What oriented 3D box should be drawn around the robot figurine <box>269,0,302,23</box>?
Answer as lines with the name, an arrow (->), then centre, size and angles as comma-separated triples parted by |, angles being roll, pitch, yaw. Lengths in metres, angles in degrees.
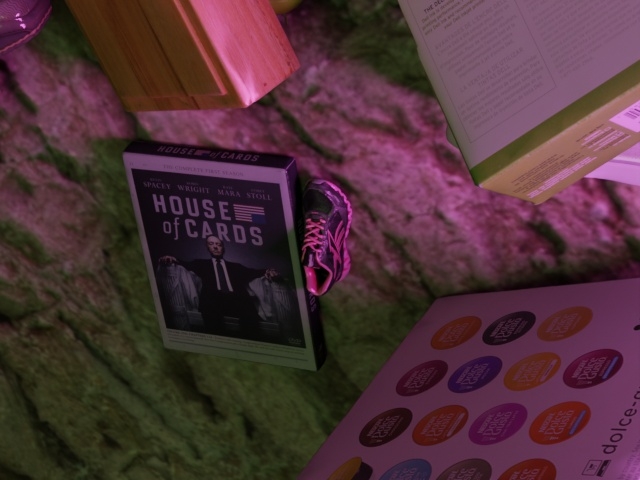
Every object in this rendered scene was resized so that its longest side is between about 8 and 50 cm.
robot figurine -> -0.041, -0.238, 1.231 | 0.101, 0.067, 0.115 | 37, 140, 37

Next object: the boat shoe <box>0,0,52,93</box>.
boat shoe -> -0.364, -0.165, 1.429 | 0.355, 0.132, 0.130 | -13, 128, 42

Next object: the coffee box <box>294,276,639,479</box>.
coffee box -> 0.216, 0.265, 1.252 | 0.334, 0.337, 0.338 | -7, 120, 42

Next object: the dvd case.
dvd case -> -0.093, 0.017, 1.467 | 0.179, 0.029, 0.239 | 7, 126, 23

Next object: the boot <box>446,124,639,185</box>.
boot -> 0.229, -0.115, 1.178 | 0.258, 0.095, 0.123 | 10, 114, 18

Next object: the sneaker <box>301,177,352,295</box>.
sneaker -> 0.000, 0.000, 1.388 | 0.047, 0.057, 0.119 | 9, 125, 25

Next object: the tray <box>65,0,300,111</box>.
tray -> -0.186, -0.297, 1.212 | 0.202, 0.076, 0.411 | 5, 127, 54

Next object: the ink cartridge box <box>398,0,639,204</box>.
ink cartridge box -> 0.165, -0.186, 1.119 | 0.188, 0.097, 0.255 | -33, 65, 27
